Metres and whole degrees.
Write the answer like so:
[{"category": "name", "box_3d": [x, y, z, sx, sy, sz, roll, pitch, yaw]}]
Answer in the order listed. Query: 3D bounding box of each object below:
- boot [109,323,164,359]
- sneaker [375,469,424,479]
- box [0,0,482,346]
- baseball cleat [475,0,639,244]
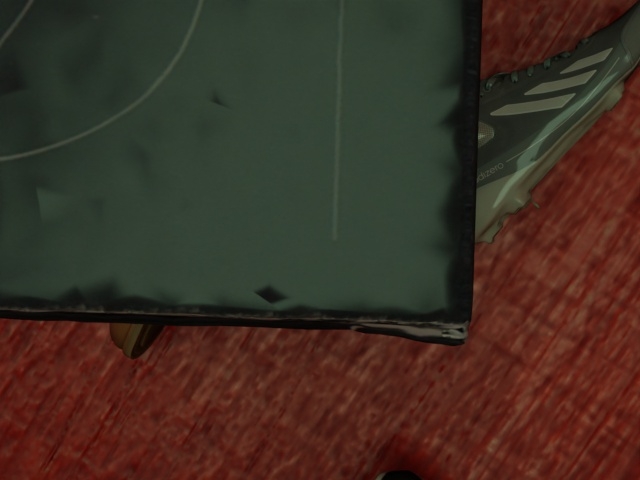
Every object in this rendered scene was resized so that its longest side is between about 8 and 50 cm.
[{"category": "boot", "box_3d": [-0.153, -0.031, 0.713, 0.152, 0.073, 0.197, 15, 86, 5]}, {"category": "sneaker", "box_3d": [-0.063, 0.281, 0.703, 0.385, 0.145, 0.147, -24, 70, 2]}, {"category": "box", "box_3d": [-0.160, -0.209, 0.523, 0.472, 0.297, 0.479, 2, 92, 5]}, {"category": "baseball cleat", "box_3d": [0.135, -0.097, 0.688, 0.109, 0.072, 0.206, 41, 91, 8]}]
